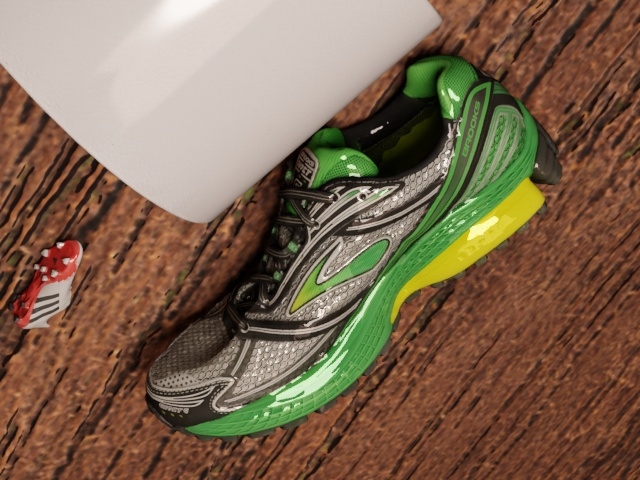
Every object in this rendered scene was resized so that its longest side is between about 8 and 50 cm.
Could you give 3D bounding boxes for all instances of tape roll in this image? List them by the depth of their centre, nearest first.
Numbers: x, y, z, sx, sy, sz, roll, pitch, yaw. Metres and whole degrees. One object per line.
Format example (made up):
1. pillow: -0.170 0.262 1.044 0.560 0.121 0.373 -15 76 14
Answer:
1. tape roll: -0.076 -0.153 0.743 0.169 0.246 0.246 -41 133 10

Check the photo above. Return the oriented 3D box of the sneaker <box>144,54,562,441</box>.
1. sneaker: 0.000 0.000 1.007 0.343 0.134 0.146 -44 127 1

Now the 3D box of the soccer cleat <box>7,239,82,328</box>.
1. soccer cleat: -0.186 0.031 0.996 0.035 0.029 0.083 14 124 -44
